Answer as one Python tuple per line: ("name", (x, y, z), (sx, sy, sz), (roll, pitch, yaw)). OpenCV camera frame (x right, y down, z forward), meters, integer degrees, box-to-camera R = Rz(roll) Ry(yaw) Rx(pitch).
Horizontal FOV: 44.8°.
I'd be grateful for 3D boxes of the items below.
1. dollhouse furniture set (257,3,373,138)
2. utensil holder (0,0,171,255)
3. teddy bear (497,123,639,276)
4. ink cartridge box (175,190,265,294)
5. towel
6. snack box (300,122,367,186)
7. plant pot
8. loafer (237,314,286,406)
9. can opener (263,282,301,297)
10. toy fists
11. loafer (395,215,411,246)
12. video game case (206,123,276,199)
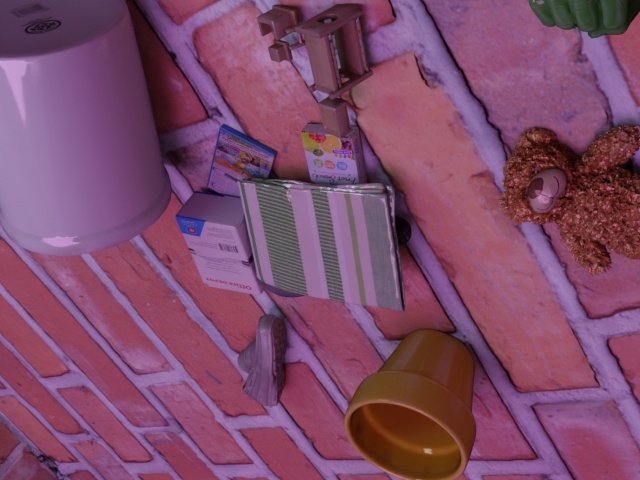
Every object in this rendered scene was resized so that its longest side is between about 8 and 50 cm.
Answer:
("dollhouse furniture set", (0.000, -0.287, 1.263), (0.161, 0.101, 0.182), (29, 144, 41))
("utensil holder", (-0.460, -0.220, 1.400), (0.327, 0.327, 0.385), (15, 133, 18))
("teddy bear", (0.441, -0.051, 1.184), (0.338, 0.113, 0.245), (33, 135, -1))
("ink cartridge box", (-0.193, 0.007, 1.614), (0.148, 0.086, 0.203), (10, 139, 24))
("towel", (0.000, 0.000, 1.452), (0.325, 0.038, 0.248), (6, 118, 31))
("snack box", (0.027, -0.140, 1.395), (0.100, 0.037, 0.141), (9, 134, 25))
("plant pot", (0.205, 0.319, 1.567), (0.254, 0.239, 0.254), (16, 135, 17))
("loafer", (-0.143, 0.285, 1.833), (0.111, 0.112, 0.319), (13, 135, 8))
("can opener", (0.024, 0.091, 1.579), (0.280, 0.093, 0.074), (0, 128, 25))
("toy fists", (0.398, -0.309, 0.947), (0.279, 0.142, 0.096), (7, 132, 25))
("loafer", (0.083, 0.008, 1.479), (0.223, 0.076, 0.078), (-15, 134, 37))
("video game case", (-0.157, -0.138, 1.522), (0.119, 0.015, 0.166), (28, 138, 5))
